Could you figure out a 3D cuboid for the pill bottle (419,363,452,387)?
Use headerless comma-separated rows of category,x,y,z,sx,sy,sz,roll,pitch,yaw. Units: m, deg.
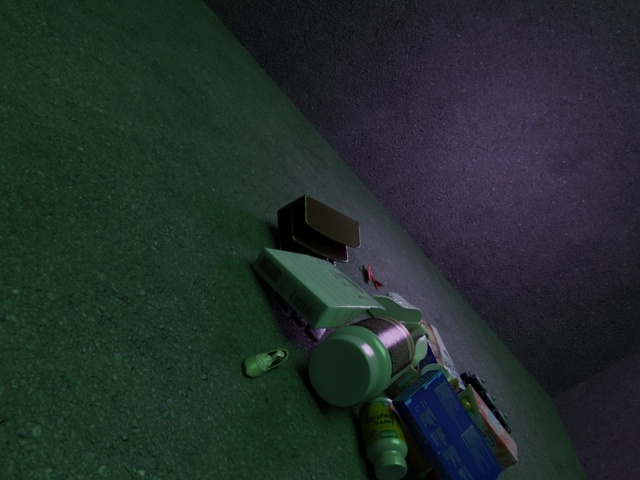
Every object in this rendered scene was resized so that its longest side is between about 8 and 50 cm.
pill bottle,0.423,0.565,1.895,0.117,0.117,0.215,-95,176,-58

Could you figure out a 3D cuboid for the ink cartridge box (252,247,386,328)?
ink cartridge box,0.004,0.160,1.688,0.308,0.091,0.385,39,13,31

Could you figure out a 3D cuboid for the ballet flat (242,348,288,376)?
ballet flat,-0.138,0.305,1.323,0.057,0.052,0.168,56,20,13

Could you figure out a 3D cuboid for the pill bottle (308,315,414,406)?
pill bottle,0.131,0.359,1.567,0.224,0.224,0.392,57,20,15

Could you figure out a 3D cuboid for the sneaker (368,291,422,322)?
sneaker,0.289,0.284,2.267,0.292,0.108,0.169,21,7,-29

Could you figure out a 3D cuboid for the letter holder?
letter holder,0.000,0.000,1.922,0.302,0.152,0.214,24,52,-41

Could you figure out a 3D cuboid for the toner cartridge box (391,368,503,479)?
toner cartridge box,0.370,0.569,1.500,0.165,0.075,0.348,-30,87,-29

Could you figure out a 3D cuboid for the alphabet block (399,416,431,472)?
alphabet block,0.368,0.604,1.693,0.193,0.192,0.197,58,21,14

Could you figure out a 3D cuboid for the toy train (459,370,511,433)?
toy train,0.748,0.763,2.368,0.190,0.142,0.334,44,15,-55

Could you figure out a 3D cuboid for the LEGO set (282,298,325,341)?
LEGO set,-0.037,0.214,1.747,0.182,0.060,0.244,49,31,-6

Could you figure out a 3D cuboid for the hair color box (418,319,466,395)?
hair color box,0.488,0.514,2.258,0.185,0.110,0.339,33,25,-39

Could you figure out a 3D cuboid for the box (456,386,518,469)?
box,0.634,0.762,2.068,0.300,0.154,0.142,52,19,5

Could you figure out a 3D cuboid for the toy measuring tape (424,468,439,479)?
toy measuring tape,0.360,0.765,1.512,0.121,0.121,0.330,51,19,0

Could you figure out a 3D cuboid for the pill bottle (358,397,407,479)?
pill bottle,0.180,0.564,1.466,0.117,0.117,0.208,40,23,-28

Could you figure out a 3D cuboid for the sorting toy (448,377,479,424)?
sorting toy,0.497,0.634,1.869,0.047,0.196,0.347,41,-17,51

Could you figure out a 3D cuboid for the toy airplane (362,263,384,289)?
toy airplane,0.246,0.174,2.443,0.151,0.028,0.151,43,22,-23

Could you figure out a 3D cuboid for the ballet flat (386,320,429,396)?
ballet flat,0.341,0.415,1.986,0.164,0.182,0.483,42,20,-3
